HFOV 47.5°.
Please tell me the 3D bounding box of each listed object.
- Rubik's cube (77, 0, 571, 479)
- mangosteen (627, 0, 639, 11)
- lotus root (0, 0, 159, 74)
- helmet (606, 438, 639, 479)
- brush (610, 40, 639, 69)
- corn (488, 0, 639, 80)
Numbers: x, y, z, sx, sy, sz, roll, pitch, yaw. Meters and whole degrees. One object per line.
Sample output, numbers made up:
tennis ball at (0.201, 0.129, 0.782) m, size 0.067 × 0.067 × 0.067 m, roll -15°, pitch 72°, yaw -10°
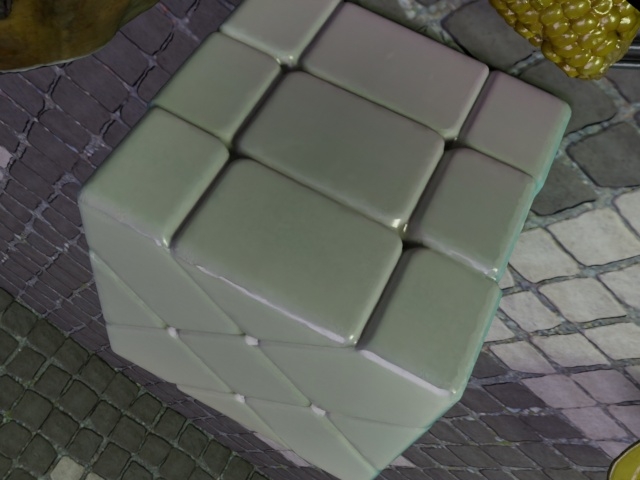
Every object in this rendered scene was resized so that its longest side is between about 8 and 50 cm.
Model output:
Rubik's cube at (0.000, 0.000, 0.706) m, size 0.318 × 0.316 × 0.322 m, roll 27°, pitch 148°, yaw 6°
mangosteen at (0.214, -0.224, 0.339) m, size 0.211 × 0.211 × 0.250 m, roll -24°, pitch 88°, yaw 54°
lotus root at (-0.248, -0.266, 0.549) m, size 0.272 × 0.272 × 0.192 m, roll 34°, pitch 173°, yaw -7°
helmet at (0.471, 0.292, 0.900) m, size 0.257 × 0.140 × 0.205 m, roll 45°, pitch 114°, yaw -6°
brush at (0.332, -0.125, 0.521) m, size 0.266 × 0.027 × 0.062 m, roll 11°, pitch 144°, yaw 30°
corn at (0.118, -0.238, 0.460) m, size 0.322 × 0.119 × 0.119 m, roll 42°, pitch 148°, yaw -28°
